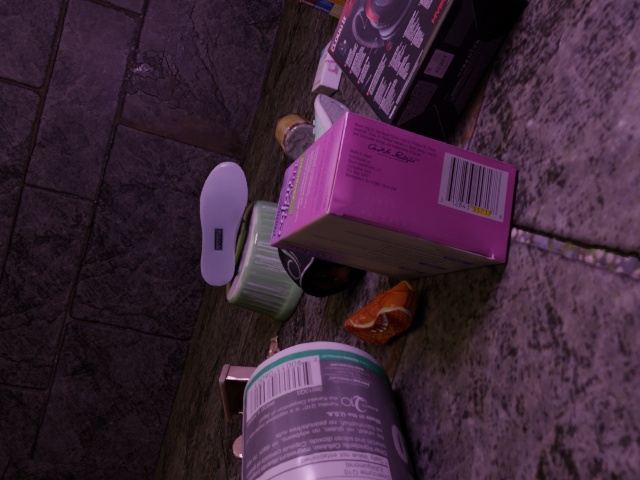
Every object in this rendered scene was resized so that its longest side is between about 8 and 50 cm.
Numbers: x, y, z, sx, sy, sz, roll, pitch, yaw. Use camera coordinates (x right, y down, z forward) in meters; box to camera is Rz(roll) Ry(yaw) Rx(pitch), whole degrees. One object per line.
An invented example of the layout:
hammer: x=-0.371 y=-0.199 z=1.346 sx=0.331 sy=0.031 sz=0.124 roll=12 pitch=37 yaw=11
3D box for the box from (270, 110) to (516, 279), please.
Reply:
box: x=0.077 y=-0.038 z=0.707 sx=0.243 sy=0.214 sz=0.117 roll=154 pitch=128 yaw=-69

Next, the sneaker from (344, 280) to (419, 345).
sneaker: x=0.092 y=0.109 z=0.828 sx=0.175 sy=0.064 sz=0.067 roll=-37 pitch=21 yaw=57

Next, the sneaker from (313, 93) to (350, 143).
sneaker: x=0.004 y=-0.225 z=1.297 sx=0.151 sy=0.094 sz=0.255 roll=-56 pitch=27 yaw=34

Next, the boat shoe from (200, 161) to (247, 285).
boat shoe: x=-0.237 y=-0.046 z=1.394 sx=0.105 sy=0.113 sz=0.306 roll=-112 pitch=24 yaw=-73

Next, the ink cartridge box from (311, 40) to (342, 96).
ink cartridge box: x=0.024 y=-0.458 z=1.520 sx=0.088 sy=0.052 sz=0.122 roll=-176 pitch=102 yaw=-73

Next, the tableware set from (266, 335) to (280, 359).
tableware set: x=-0.125 y=0.319 z=1.390 sx=0.141 sy=0.020 sz=0.168 roll=-172 pitch=97 yaw=-73

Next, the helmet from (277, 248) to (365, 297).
helmet: x=0.000 y=0.000 z=1.016 sx=0.169 sy=0.170 sz=0.161 roll=-61 pitch=38 yaw=40

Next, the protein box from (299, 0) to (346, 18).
protein box: x=0.052 y=-0.767 z=1.548 sx=0.200 sy=0.136 sz=0.201 roll=141 pitch=141 yaw=-62

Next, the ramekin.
ramekin: x=-0.133 y=0.043 z=1.430 sx=0.303 sy=0.148 sz=0.303 roll=-165 pitch=90 yaw=-73

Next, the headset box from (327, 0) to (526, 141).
headset box: x=0.130 y=-0.320 z=0.840 sx=0.218 sy=0.110 sz=0.293 roll=-64 pitch=35 yaw=32

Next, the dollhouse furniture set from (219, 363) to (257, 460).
dollhouse furniture set: x=-0.105 y=0.337 z=0.949 sx=0.242 sy=0.161 sz=0.212 roll=-80 pitch=-10 yaw=-56

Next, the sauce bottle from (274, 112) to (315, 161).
sauce bottle: x=-0.071 y=-0.302 z=1.605 sx=0.344 sy=0.112 sz=0.111 roll=-117 pitch=44 yaw=-68

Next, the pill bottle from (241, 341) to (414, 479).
pill bottle: x=0.012 y=0.308 z=0.635 sx=0.361 sy=0.204 sz=0.204 roll=-99 pitch=29 yaw=-54
